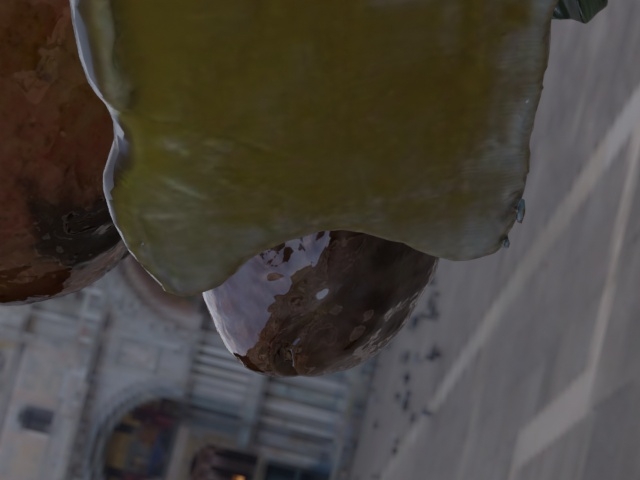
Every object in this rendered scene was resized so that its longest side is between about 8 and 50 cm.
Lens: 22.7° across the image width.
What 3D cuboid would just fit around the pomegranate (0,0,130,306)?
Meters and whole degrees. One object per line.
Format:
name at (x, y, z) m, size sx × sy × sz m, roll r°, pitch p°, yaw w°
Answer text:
pomegranate at (-0.225, -0.102, 1.033) m, size 0.322 × 0.322 × 0.322 m, roll 14°, pitch -90°, yaw -89°

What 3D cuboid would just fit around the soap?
soap at (-0.026, -0.202, 0.554) m, size 0.304 × 0.169 × 0.339 m, roll 91°, pitch 172°, yaw -46°

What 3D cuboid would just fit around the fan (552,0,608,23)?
fan at (0.080, -0.101, 0.652) m, size 0.038 × 0.016 × 0.193 m, roll 64°, pitch 175°, yaw -6°

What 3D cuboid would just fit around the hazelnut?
hazelnut at (0.000, 0.000, 0.857) m, size 0.154 × 0.143 × 0.143 m, roll -44°, pitch 11°, yaw 20°
